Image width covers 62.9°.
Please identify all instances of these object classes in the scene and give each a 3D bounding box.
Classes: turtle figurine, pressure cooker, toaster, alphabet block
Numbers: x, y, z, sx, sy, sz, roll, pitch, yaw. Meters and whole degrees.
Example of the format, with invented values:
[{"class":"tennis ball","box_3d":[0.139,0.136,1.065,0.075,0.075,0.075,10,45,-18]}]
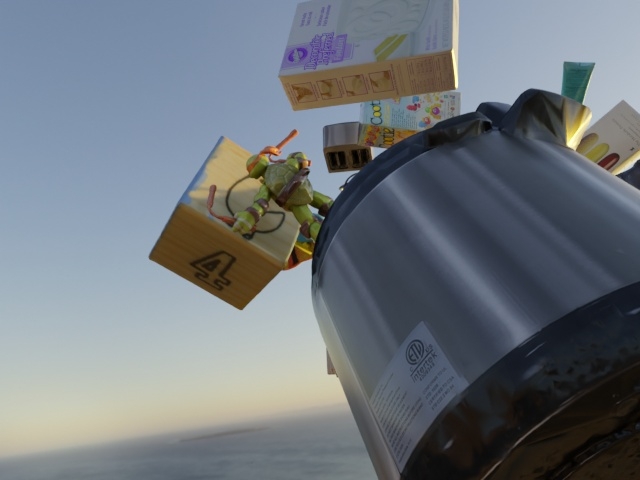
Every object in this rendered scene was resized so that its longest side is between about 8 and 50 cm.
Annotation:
[{"class":"turtle figurine","box_3d":[-0.035,-0.080,0.837,0.217,0.269,0.087,38,-46,-2]},{"class":"pressure cooker","box_3d":[0.185,0.072,0.551,0.369,0.420,0.376,-31,-53,2]},{"class":"toaster","box_3d":[0.098,-0.316,1.767,0.168,0.110,0.186,-4,-33,8]},{"class":"alphabet block","box_3d":[-0.158,-0.026,0.936,0.197,0.192,0.193,31,-41,-13]}]

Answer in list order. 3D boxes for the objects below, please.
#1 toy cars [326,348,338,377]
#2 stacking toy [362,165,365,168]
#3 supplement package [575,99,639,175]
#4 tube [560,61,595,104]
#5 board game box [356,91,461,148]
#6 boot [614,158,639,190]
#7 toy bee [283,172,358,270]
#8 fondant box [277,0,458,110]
[{"class":"toy cars","box_3d":[0.183,0.417,1.544,0.394,0.176,0.087,46,-34,-14]},{"class":"stacking toy","box_3d":[0.220,-0.101,1.670,0.130,0.280,0.309,-26,-19,5]},{"class":"supplement package","box_3d":[0.795,-0.245,1.472,0.244,0.139,0.134,-44,-24,21]},{"class":"tube","box_3d":[0.711,-0.397,1.480,0.080,0.207,0.052,5,30,13]},{"class":"board game box","box_3d":[0.256,-0.356,1.543,0.275,0.144,0.142,7,-15,-2]},{"class":"boot","box_3d":[0.722,-0.079,1.113,0.228,0.263,0.091,-21,-25,-6]},{"class":"toy bee","box_3d":[0.000,0.000,1.231,0.298,0.162,0.195,-39,-8,33]},{"class":"fondant box","box_3d":[0.101,-0.390,1.035,0.330,0.238,0.096,-3,-34,20]}]
